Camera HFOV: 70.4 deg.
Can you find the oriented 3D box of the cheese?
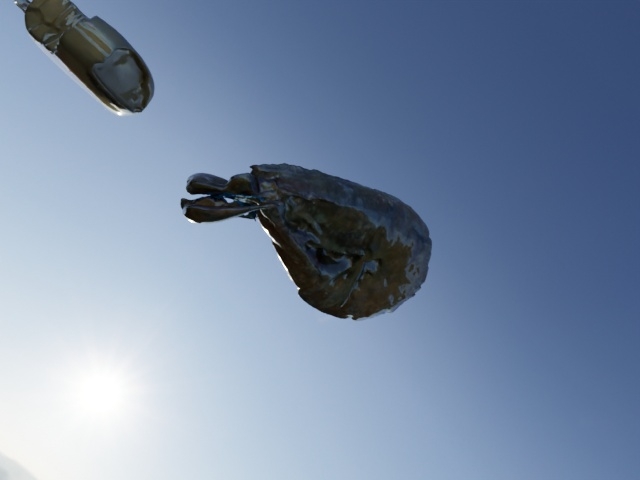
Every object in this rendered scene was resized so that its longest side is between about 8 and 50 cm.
[{"bbox_3d":[-0.355,-0.281,0.647,0.286,0.082,0.163,37,-12,21],"label":"cheese"}]

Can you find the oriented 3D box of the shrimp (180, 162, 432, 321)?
[{"bbox_3d":[0.000,0.000,0.706,0.445,0.221,0.110,20,4,-29],"label":"shrimp"}]
